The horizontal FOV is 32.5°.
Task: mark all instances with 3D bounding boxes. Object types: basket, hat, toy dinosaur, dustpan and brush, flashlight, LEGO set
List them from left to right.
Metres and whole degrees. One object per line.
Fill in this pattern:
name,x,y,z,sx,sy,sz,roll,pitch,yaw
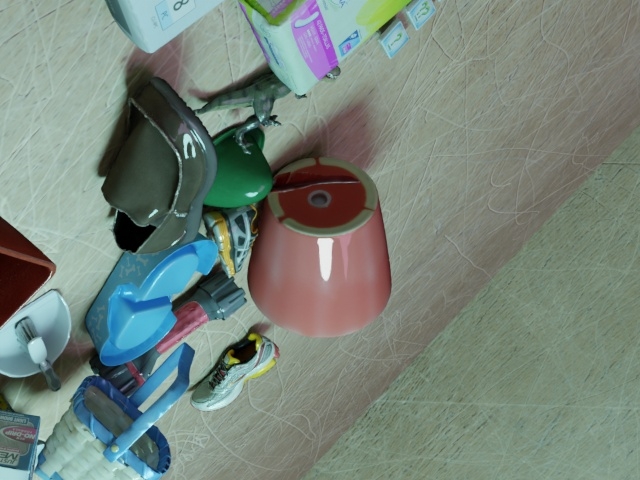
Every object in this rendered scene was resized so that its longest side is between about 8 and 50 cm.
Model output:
dustpan and brush,-0.451,0.182,1.756,0.147,0.060,0.211,-35,158,-20
basket,-0.319,0.300,1.818,0.289,0.201,0.255,-49,-173,6
flashlight,-0.272,0.172,2.008,0.304,0.103,0.103,-35,161,-17
hat,-0.097,-0.068,1.741,0.173,0.183,0.208,-14,145,-54
toy dinosaur,-0.092,-0.205,1.670,0.268,0.064,0.118,-27,147,-31
LEGO set,0.157,-0.396,1.755,0.182,0.060,0.244,-47,159,0

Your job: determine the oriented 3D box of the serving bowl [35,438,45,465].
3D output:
serving bowl,-0.513,0.372,1.903,0.083,0.027,0.083,-36,158,-17

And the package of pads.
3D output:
package of pads,0.032,-0.365,1.522,0.296,0.101,0.229,-42,161,-4

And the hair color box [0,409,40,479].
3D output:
hair color box,-0.563,0.401,1.799,0.174,0.105,0.347,11,139,-11

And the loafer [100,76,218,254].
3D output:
loafer,-0.234,-0.078,1.542,0.130,0.134,0.366,-34,157,-25

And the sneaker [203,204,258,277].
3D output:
sneaker,-0.147,-0.003,1.893,0.083,0.084,0.215,-31,165,-13

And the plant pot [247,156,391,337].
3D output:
plant pot,0.000,0.000,1.981,0.275,0.275,0.243,-33,148,-26

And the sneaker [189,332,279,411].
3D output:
sneaker,-0.201,0.283,2.409,0.225,0.088,0.092,-42,139,-4

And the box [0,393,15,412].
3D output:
box,-0.540,0.324,1.879,0.059,0.054,0.169,-36,159,-18

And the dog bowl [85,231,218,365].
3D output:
dog bowl,-0.292,0.084,1.842,0.166,0.074,0.297,-12,142,-55

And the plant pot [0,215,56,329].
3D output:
plant pot,-0.489,0.018,1.120,0.267,0.236,0.267,-45,160,4

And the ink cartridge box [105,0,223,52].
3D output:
ink cartridge box,-0.094,-0.417,1.207,0.385,0.091,0.308,-38,159,-11
